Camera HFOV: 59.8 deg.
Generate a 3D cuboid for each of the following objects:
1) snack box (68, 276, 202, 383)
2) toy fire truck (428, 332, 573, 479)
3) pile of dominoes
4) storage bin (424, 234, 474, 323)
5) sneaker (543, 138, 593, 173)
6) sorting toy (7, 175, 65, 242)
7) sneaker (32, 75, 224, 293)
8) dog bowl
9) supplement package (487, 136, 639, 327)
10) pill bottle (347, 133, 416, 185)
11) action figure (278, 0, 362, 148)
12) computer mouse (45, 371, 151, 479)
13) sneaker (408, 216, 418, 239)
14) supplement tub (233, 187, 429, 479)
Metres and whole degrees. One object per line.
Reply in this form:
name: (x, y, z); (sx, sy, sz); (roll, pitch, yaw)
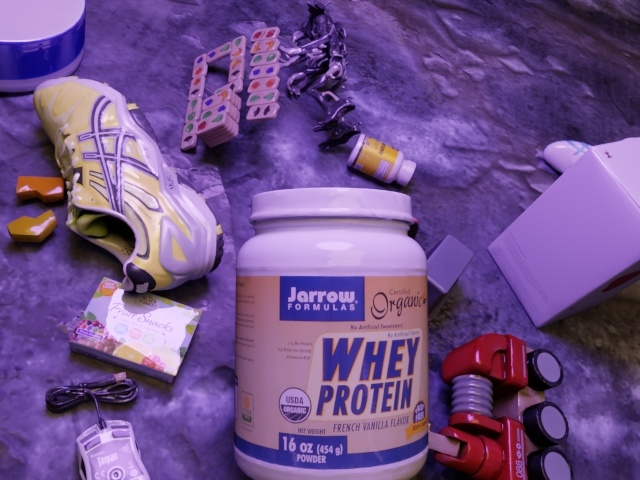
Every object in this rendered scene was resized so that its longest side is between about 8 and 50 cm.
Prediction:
snack box: (-0.244, 0.120, 0.744); (0.141, 0.037, 0.100); (20, 52, -6)
toy fire truck: (0.192, 0.233, 0.775); (0.247, 0.158, 0.217); (24, 53, -17)
pile of dominoes: (-0.160, -0.275, 0.952); (0.040, 0.196, 0.251); (44, 37, -48)
storage bin: (0.182, 0.052, 0.907); (0.098, 0.091, 0.135); (40, 53, 8)
sneaker: (0.575, -0.130, 1.168); (0.237, 0.085, 0.086); (34, 49, 6)
sorting toy: (-0.514, -0.022, 0.745); (0.308, 0.041, 0.229); (1, 54, -19)
sneaker: (-0.301, -0.091, 0.785); (0.384, 0.145, 0.147); (46, 43, 14)
dog bowl: (-0.527, -0.374, 0.910); (0.265, 0.104, 0.264); (13, 53, -18)
supplement package: (0.455, -0.009, 0.917); (0.178, 0.293, 0.175); (-13, 63, -25)
pill bottle: (0.113, -0.145, 1.026); (0.116, 0.065, 0.065); (24, 54, -4)
action figure: (-0.011, -0.318, 1.018); (0.141, 0.164, 0.275); (-14, 76, 13)
computer mouse: (-0.252, 0.252, 0.655); (0.106, 0.042, 0.193); (-9, 56, -30)
sneaker: (0.000, 0.000, 0.885); (0.314, 0.115, 0.136); (-17, 49, -30)
supplement tub: (0.012, 0.106, 0.662); (0.229, 0.228, 0.316); (1, 87, -19)
